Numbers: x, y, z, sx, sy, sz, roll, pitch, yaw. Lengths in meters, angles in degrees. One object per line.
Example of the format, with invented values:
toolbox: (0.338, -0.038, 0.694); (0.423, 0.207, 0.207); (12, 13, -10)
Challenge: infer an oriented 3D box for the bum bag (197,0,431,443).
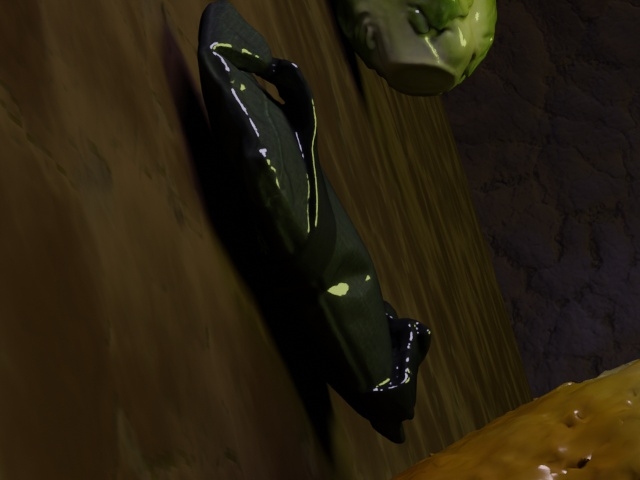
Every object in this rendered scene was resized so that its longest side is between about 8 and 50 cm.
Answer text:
bum bag: (0.000, 0.000, 0.673); (0.087, 0.049, 0.198); (-107, 174, -46)

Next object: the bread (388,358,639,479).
bread: (0.137, 0.205, 0.575); (0.398, 0.215, 0.398); (-18, 90, -84)

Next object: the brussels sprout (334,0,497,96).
brussels sprout: (0.069, -0.183, 1.394); (0.155, 0.117, 0.155); (32, 52, -54)
